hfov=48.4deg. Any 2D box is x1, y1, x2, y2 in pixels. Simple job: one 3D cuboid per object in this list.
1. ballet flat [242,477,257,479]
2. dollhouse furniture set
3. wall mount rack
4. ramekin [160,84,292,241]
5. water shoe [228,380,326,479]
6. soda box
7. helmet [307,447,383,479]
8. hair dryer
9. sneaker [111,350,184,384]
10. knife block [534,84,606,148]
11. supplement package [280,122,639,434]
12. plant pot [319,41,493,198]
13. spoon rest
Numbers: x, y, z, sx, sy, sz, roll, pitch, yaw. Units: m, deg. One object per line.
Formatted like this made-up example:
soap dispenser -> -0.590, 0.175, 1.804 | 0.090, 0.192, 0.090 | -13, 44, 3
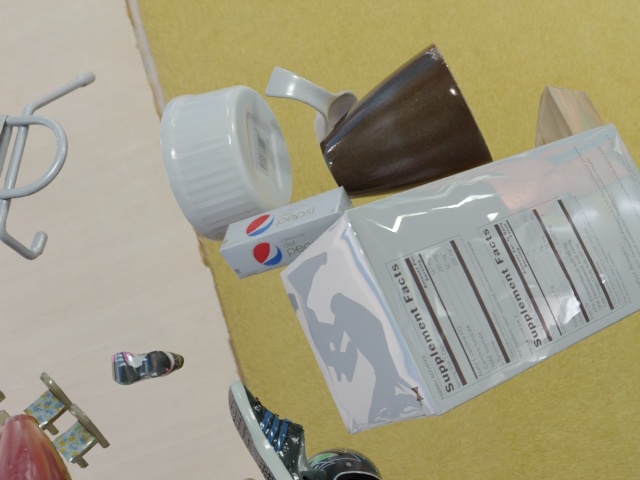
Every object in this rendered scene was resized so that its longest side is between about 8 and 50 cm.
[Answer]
ballet flat -> -0.127, 0.429, 1.004 | 0.106, 0.316, 0.107 | 27, 98, 7
dollhouse furniture set -> -0.453, 0.252, 0.950 | 0.242, 0.161, 0.212 | 32, 61, 28
wall mount rack -> -0.456, -0.125, 0.952 | 0.350, 0.130, 0.304 | 0, 67, 13
ramekin -> -0.158, -0.146, 1.293 | 0.135, 0.277, 0.277 | -14, 70, 19
water shoe -> -0.066, 0.291, 1.056 | 0.080, 0.073, 0.203 | -22, 68, -26
soda box -> -0.049, -0.010, 1.131 | 0.216, 0.069, 0.074 | -18, 33, 23
helmet -> 0.028, 0.454, 1.276 | 0.169, 0.169, 0.161 | 13, 58, 13
hair dryer -> -0.244, 0.299, 0.659 | 0.080, 0.223, 0.293 | -21, 74, -20
sneaker -> -0.363, 0.268, 1.504 | 0.178, 0.077, 0.072 | -6, 80, 31
knife block -> 0.470, -0.144, 1.239 | 0.088, 0.242, 0.275 | 7, 90, -15
supplement package -> 0.118, 0.026, 0.521 | 0.244, 0.139, 0.134 | -19, 79, -27
plant pot -> 0.124, -0.163, 1.137 | 0.230, 0.215, 0.215 | -26, 70, 11
spoon rest -> 0.008, -0.239, 1.338 | 0.084, 0.276, 0.137 | 18, 88, 33
